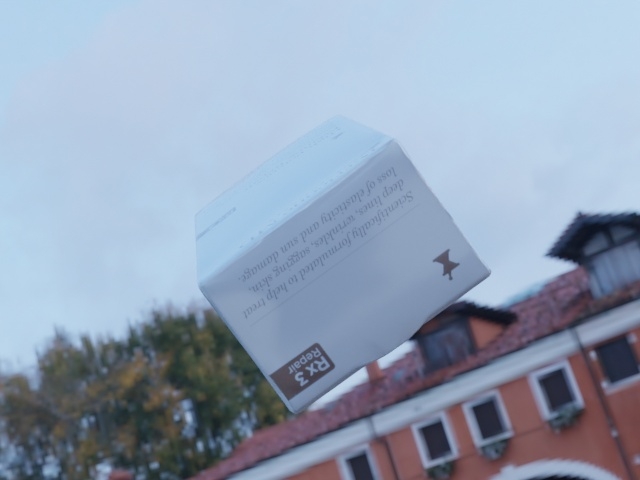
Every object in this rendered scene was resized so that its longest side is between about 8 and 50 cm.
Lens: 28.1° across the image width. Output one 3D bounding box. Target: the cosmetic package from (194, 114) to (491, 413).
[{"bbox_3d":[0.000,0.000,0.685,0.117,0.085,0.231,-36,9,-1],"label":"cosmetic package"}]
